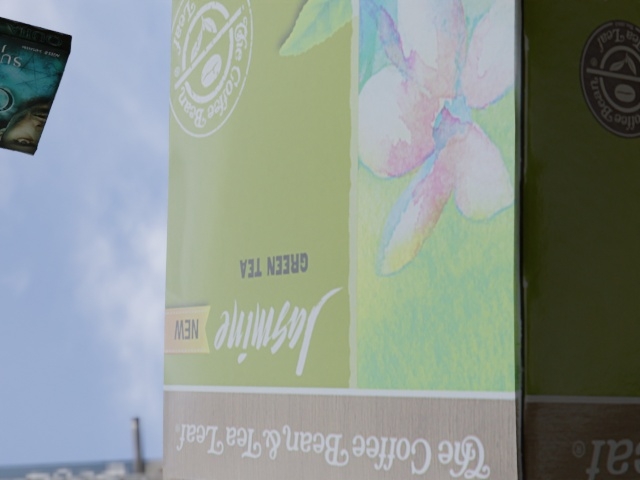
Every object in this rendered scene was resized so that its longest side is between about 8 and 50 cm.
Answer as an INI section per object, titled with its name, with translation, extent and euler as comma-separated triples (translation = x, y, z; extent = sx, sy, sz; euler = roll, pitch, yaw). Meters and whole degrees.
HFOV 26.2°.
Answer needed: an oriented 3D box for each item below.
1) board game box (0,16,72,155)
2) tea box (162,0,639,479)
[board game box]
translation = -0.309, -0.138, 1.121
extent = 0.126, 0.186, 0.026
euler = 120, 155, -42
[tea box]
translation = 0.127, -0.050, 0.579
extent = 0.329, 0.220, 0.323
euler = 6, -99, -36
